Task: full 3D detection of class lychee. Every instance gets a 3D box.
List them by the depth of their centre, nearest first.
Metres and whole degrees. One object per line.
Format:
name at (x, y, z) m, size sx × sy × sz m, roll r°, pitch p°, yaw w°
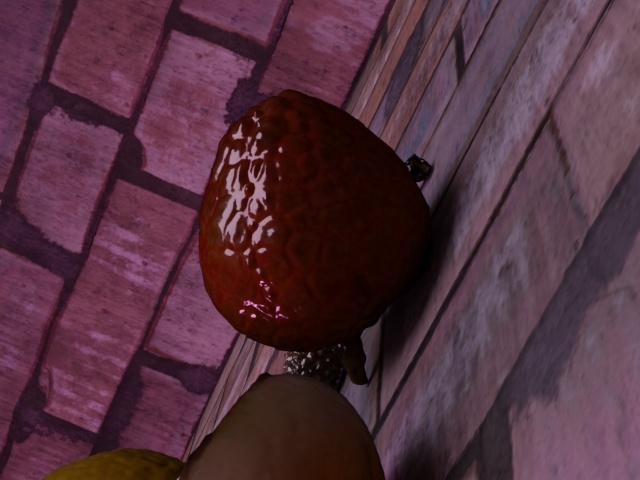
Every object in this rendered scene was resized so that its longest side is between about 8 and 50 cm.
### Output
lychee at (0.000, 0.000, 1.169) m, size 0.255 × 0.300 × 0.255 m, roll -34°, pitch 11°, yaw 7°

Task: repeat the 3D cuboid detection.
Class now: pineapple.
pineapple at (-0.020, 0.194, 1.347) m, size 0.074 × 0.074 × 0.159 m, roll 130°, pitch 154°, yaw -71°

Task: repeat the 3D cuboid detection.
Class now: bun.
bun at (-0.045, 0.251, 0.836) m, size 0.299 × 0.165 × 0.299 m, roll -55°, pitch -9°, yaw -13°

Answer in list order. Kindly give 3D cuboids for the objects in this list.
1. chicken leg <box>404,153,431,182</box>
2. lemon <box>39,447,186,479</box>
chicken leg at (0.065, -0.003, 1.420) m, size 0.253 × 0.051 × 0.106 m, roll -57°, pitch 6°, yaw 45°
lemon at (-0.213, 0.384, 1.205) m, size 0.336 × 0.336 × 0.336 m, roll -157°, pitch 90°, yaw -84°
